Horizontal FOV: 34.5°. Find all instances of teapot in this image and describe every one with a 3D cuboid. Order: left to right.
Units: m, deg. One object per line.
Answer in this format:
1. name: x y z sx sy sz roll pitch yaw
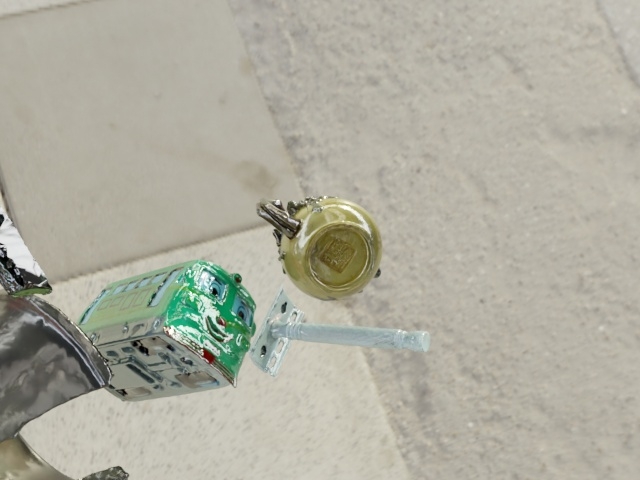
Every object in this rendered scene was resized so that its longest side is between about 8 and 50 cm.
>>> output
1. teapot: 0.000 0.000 1.739 0.269 0.182 0.173 30 96 -20

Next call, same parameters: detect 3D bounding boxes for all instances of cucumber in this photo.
1. cucumber: -0.459 -0.002 1.463 0.220 0.046 0.070 58 39 -12

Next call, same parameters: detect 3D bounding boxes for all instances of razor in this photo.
1. razor: 0.028 0.120 1.279 0.231 0.068 0.106 3 52 33

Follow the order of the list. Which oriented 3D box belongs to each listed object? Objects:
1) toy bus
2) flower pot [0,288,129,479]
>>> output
1. toy bus: -0.266 0.153 1.769 0.183 0.343 0.200 44 52 -29
2. flower pot: -0.508 0.290 1.582 0.379 0.379 0.251 50 45 6
